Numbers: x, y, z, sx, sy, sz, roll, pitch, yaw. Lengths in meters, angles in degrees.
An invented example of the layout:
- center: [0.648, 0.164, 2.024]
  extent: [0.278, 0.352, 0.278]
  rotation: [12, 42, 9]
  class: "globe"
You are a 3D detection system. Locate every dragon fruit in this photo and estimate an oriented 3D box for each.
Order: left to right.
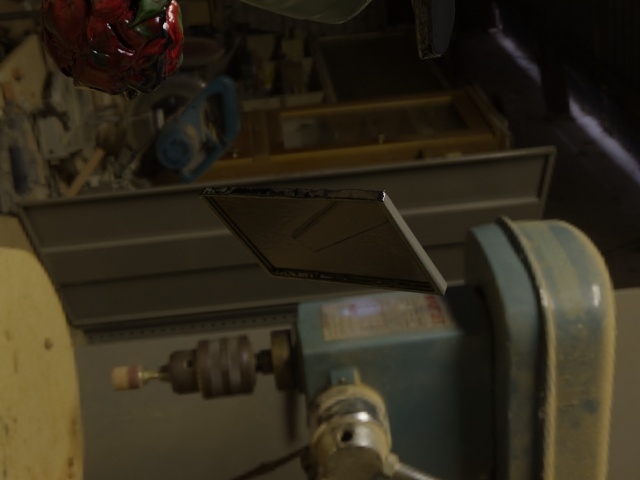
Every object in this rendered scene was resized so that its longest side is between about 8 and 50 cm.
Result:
- center: [-0.245, -0.252, 0.979]
  extent: [0.188, 0.182, 0.182]
  rotation: [-94, 179, -72]
  class: "dragon fruit"

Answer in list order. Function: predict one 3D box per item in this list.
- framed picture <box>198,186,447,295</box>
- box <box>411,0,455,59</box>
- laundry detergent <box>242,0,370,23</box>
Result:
- center: [0.000, -0.001, 1.000]
  extent: [0.192, 0.265, 0.018]
  rotation: [52, 52, -45]
  class: "framed picture"
- center: [0.126, -0.317, 0.915]
  extent: [0.212, 0.042, 0.201]
  rotation: [-72, 159, -48]
  class: "box"
- center: [-0.103, -0.333, 0.693]
  extent: [0.264, 0.398, 0.124]
  rotation: [-49, -142, 47]
  class: "laundry detergent"
